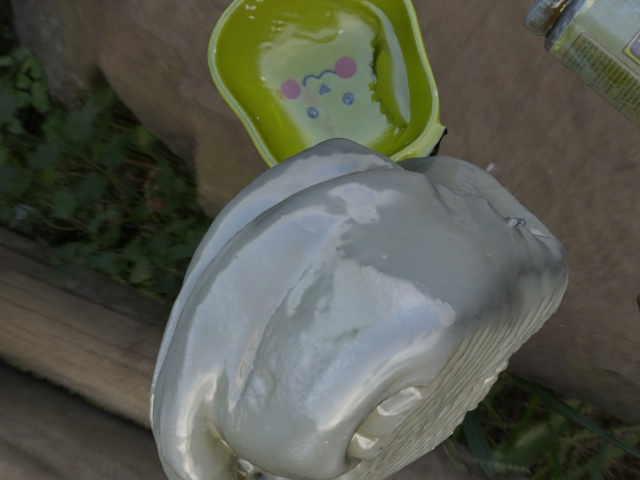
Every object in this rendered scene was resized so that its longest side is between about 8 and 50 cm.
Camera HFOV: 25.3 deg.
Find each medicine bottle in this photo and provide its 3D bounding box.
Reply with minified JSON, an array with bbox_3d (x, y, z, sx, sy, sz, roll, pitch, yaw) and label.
[{"bbox_3d":[0.399,-0.202,1.643,0.322,0.151,0.151,41,90,5],"label":"medicine bottle"}]

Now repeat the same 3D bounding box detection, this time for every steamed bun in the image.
[{"bbox_3d":[0.014,0.059,1.171,0.255,0.367,0.342,49,122,17],"label":"steamed bun"}]

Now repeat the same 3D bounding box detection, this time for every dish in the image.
[{"bbox_3d":[0.013,-0.156,1.506,0.221,0.108,0.262,-23,71,-1],"label":"dish"}]

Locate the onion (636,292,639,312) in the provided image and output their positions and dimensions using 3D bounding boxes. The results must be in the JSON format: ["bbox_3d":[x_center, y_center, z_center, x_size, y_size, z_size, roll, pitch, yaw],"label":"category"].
[{"bbox_3d":[0.413,0.071,1.616,0.107,0.107,0.097,-24,81,2],"label":"onion"}]
